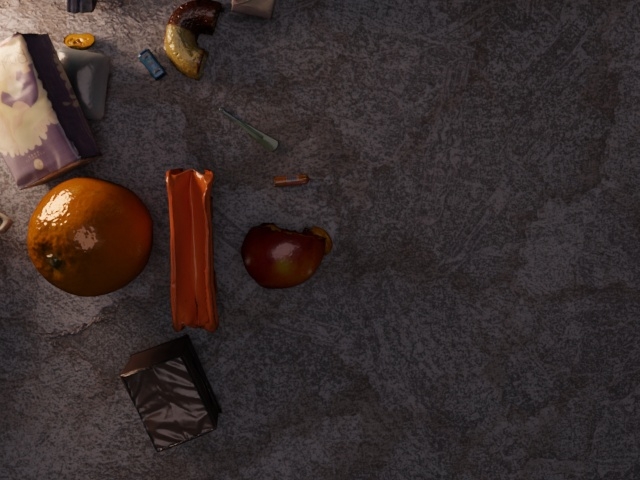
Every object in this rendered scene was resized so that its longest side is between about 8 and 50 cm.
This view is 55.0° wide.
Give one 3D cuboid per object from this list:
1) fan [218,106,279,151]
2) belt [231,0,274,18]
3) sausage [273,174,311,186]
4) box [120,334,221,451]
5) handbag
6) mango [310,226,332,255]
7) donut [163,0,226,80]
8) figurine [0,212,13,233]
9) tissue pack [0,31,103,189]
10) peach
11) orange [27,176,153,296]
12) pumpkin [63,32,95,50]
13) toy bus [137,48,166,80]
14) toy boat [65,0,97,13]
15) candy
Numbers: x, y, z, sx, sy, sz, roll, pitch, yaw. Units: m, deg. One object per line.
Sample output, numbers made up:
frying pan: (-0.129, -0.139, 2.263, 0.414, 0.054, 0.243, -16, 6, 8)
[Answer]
fan: (-0.202, -0.312, 1.717, 0.193, 0.016, 0.038, 33, 94, -9)
belt: (-0.152, -0.755, 1.578, 0.117, 0.212, 0.347, 8, 91, -9)
sausage: (-0.078, -0.169, 1.739, 0.107, 0.031, 0.031, -5, 96, -6)
box: (-0.409, 0.422, 1.703, 0.188, 0.153, 0.252, -20, 99, -3)
handbag: (-0.323, 0.019, 1.596, 0.116, 0.303, 0.410, -1, 98, -8)
mango: (0.000, 0.000, 1.758, 0.060, 0.046, 0.089, -32, 94, -2)
donut: (-0.347, -0.549, 1.640, 0.141, 0.085, 0.217, 14, 96, -8)
figurine: (-0.970, -0.029, 1.596, 0.308, 0.143, 0.308, 1, 93, 12)
tissue pack: (-0.731, -0.327, 1.562, 0.242, 0.125, 0.343, -18, 100, 26)
peach: (-0.098, 0.024, 1.681, 0.226, 0.190, 0.196, -30, 54, 5)
orange: (-0.583, -0.009, 1.565, 0.312, 0.312, 0.312, -1, 96, -7)
pumpkin: (-0.639, -0.526, 1.635, 0.083, 0.028, 0.050, 8, 64, 0)
toy bus: (-0.454, -0.475, 1.655, 0.038, 0.046, 0.083, -37, 100, -2)
toy boat: (-0.596, -0.718, 1.573, 0.078, 0.127, 0.283, 11, 93, -14)
candy: (-0.636, -0.414, 1.627, 0.138, 0.071, 0.174, 9, 96, -5)
